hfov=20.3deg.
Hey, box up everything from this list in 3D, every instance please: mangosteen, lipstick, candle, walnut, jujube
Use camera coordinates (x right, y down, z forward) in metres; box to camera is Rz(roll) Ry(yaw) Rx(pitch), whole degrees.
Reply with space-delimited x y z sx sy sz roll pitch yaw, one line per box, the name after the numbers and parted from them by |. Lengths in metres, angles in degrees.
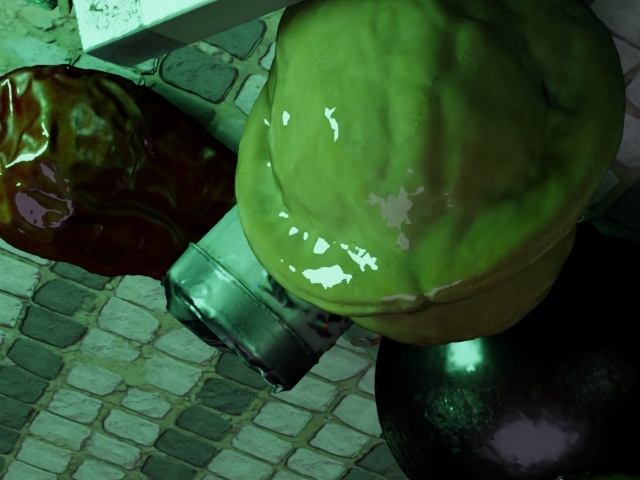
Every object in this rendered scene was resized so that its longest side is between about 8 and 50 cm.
0.249 0.196 1.906 0.382 0.435 0.382 -1 172 0 | mangosteen
0.079 0.132 2.185 0.063 0.057 0.186 -9 140 27 | lipstick
0.000 0.000 1.869 0.187 0.330 0.187 44 174 6 | candle
0.101 -0.089 1.628 0.383 0.384 0.384 9 143 7 | walnut
-0.216 -0.056 1.923 0.342 0.216 0.216 21 145 -35 | jujube
-0.038 -0.244 1.510 0.371 0.076 0.079 -18 165 26 | lipstick

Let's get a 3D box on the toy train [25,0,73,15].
-0.242 -0.291 1.724 0.118 0.074 0.176 6 141 4 | toy train
